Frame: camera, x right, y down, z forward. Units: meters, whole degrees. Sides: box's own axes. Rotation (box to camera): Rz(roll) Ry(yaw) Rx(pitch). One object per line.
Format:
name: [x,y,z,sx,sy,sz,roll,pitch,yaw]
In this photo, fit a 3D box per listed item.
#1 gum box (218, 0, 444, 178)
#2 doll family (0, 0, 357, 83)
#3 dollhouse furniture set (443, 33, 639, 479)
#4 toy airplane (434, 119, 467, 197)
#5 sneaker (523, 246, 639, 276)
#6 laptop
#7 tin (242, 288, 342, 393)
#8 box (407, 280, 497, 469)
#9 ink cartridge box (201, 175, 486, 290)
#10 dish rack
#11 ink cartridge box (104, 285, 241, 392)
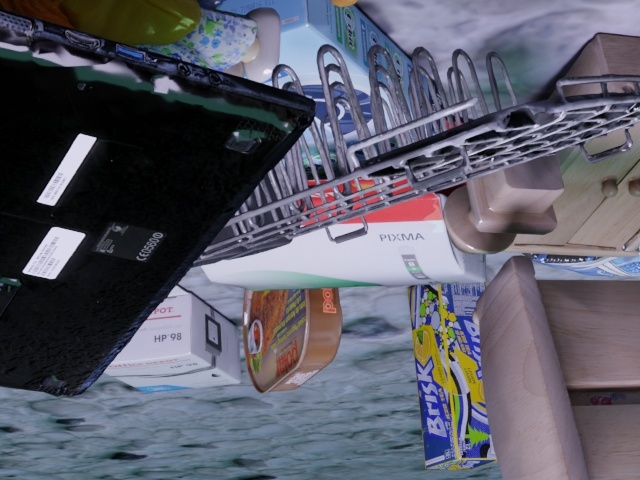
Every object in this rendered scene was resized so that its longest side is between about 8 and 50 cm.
gum box: [-0.035,-0.081,0.704,0.157,0.041,0.184,-12,161,24]
doll family: [-0.054,-0.119,0.464,0.163,0.118,0.263,15,154,-43]
dollhouse furniture set: [0.215,0.083,0.703,0.303,0.356,0.174,2,150,-18]
toy airplane: [0.103,-0.047,0.851,0.151,0.028,0.151,-4,162,-1]
sneaker: [0.242,-0.013,0.924,0.211,0.080,0.081,3,172,4]
laptop: [-0.172,-0.065,0.466,0.264,0.137,0.234,13,145,-25]
tin: [-0.026,0.066,1.044,0.040,0.106,0.190,2,161,-18]
box: [0.122,0.117,1.125,0.054,0.169,0.059,5,159,-25]
ink cartridge box: [0.000,0.000,0.814,0.181,0.056,0.224,-2,176,18]
dish rack: [0.008,-0.040,0.560,0.271,0.074,0.208,-17,178,33]
ink cartridge box: [-0.152,0.095,1.181,0.104,0.060,0.180,-7,161,14]
